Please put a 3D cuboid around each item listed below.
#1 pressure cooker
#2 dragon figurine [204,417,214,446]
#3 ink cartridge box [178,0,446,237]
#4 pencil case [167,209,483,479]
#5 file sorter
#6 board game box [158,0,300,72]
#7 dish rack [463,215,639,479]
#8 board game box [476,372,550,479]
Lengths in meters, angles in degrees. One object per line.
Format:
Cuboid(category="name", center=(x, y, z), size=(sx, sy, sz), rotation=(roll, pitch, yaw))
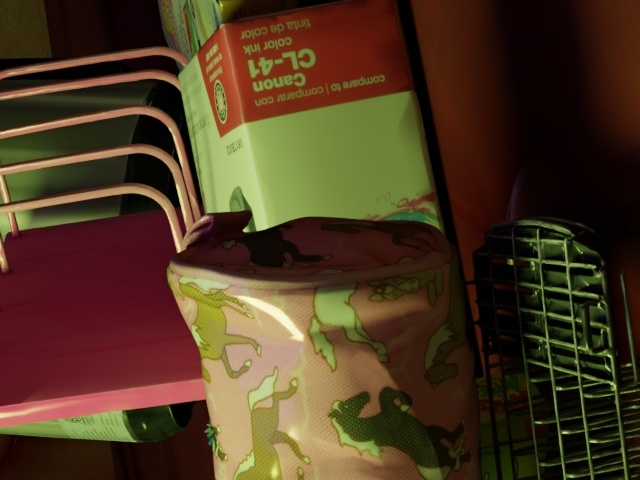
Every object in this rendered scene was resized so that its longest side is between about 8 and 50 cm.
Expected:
Cuboid(category="pressure cooker", center=(-0.324, 0.011, 1.762), size=(0.375, 0.420, 0.370), rotation=(-73, -16, -63))
Cuboid(category="dragon figurine", center=(-0.065, 0.178, 1.727), size=(0.289, 0.085, 0.144), rotation=(-136, 36, -74))
Cuboid(category="ink cartridge box", center=(0.000, 0.000, 1.255), size=(0.226, 0.131, 0.306), rotation=(161, 99, -76))
Cuboid(category="pencil case", center=(0.011, 0.173, 0.978), size=(0.160, 0.167, 0.386), rotation=(-116, 21, -76))
Cuboid(category="file sorter", center=(-0.184, -0.016, 1.393), size=(0.291, 0.202, 0.182), rotation=(-93, -6, -62))
Cuboid(category="board game box", center=(-0.084, -0.196, 1.523), size=(0.316, 0.064, 0.242), rotation=(-115, 14, -46))
Cuboid(category="dish rack", center=(0.143, 0.120, 0.911), size=(0.208, 0.074, 0.272), rotation=(-174, 76, -74))
Cuboid(category="board game box", center=(0.089, 0.171, 1.109), size=(0.043, 0.092, 0.181), rotation=(-121, 24, -51))
